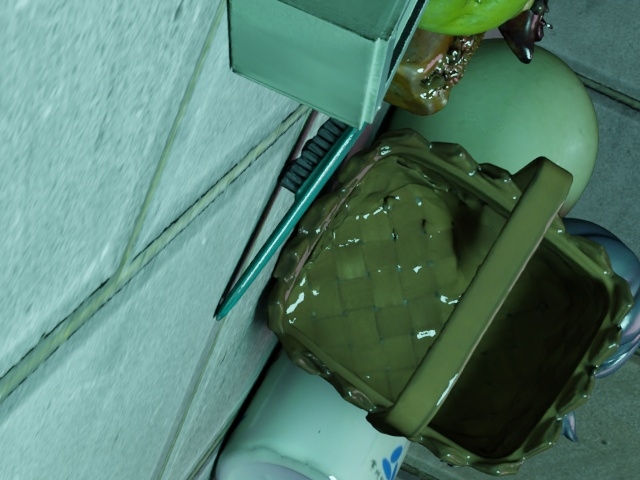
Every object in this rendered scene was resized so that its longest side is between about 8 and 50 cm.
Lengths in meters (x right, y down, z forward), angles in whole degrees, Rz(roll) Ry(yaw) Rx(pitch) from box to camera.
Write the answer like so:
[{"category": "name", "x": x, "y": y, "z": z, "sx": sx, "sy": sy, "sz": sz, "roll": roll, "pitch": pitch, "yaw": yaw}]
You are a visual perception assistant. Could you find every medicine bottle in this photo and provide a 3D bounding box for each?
[{"category": "medicine bottle", "x": 0.020, "y": 0.167, "z": 1.997, "sx": 0.170, "sy": 0.170, "sz": 0.293, "roll": 109, "pitch": 7, "yaw": -49}]

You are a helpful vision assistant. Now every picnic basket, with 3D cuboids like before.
[{"category": "picnic basket", "x": 0.111, "y": 0.053, "z": 1.683, "sx": 0.254, "sy": 0.291, "sz": 0.321, "roll": -57, "pitch": -177, "yaw": -7}]

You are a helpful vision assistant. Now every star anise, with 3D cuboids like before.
[{"category": "star anise", "x": 0.182, "y": -0.304, "z": 1.921, "sx": 0.272, "sy": 0.103, "sz": 0.272, "roll": -3, "pitch": 90, "yaw": -83}]

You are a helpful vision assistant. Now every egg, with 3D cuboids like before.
[{"category": "egg", "x": 0.171, "y": -0.089, "z": 2.045, "sx": 0.295, "sy": 0.218, "sz": 0.218, "roll": -50, "pitch": 166, "yaw": -45}]

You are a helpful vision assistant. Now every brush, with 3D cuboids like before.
[{"category": "brush", "x": -0.028, "y": -0.025, "z": 1.449, "sx": 0.193, "sy": 0.032, "sz": 0.043, "roll": -53, "pitch": 178, "yaw": -3}]

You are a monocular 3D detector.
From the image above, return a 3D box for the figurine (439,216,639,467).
[{"category": "figurine", "x": 0.203, "y": 0.091, "z": 1.928, "sx": 0.265, "sy": 0.197, "sz": 0.175, "roll": -23, "pitch": 154, "yaw": -6}]

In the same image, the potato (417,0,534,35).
[{"category": "potato", "x": 0.116, "y": -0.237, "z": 1.231, "sx": 0.186, "sy": 0.149, "sz": 0.253, "roll": 96, "pitch": 21, "yaw": -67}]

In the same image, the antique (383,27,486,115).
[{"category": "antique", "x": 0.118, "y": -0.245, "z": 1.499, "sx": 0.310, "sy": 0.093, "sz": 0.087, "roll": -63, "pitch": 174, "yaw": -14}]

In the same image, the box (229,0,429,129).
[{"category": "box", "x": 0.038, "y": -0.189, "z": 1.028, "sx": 0.129, "sy": 0.086, "sz": 0.225, "roll": 96, "pitch": 19, "yaw": -74}]
